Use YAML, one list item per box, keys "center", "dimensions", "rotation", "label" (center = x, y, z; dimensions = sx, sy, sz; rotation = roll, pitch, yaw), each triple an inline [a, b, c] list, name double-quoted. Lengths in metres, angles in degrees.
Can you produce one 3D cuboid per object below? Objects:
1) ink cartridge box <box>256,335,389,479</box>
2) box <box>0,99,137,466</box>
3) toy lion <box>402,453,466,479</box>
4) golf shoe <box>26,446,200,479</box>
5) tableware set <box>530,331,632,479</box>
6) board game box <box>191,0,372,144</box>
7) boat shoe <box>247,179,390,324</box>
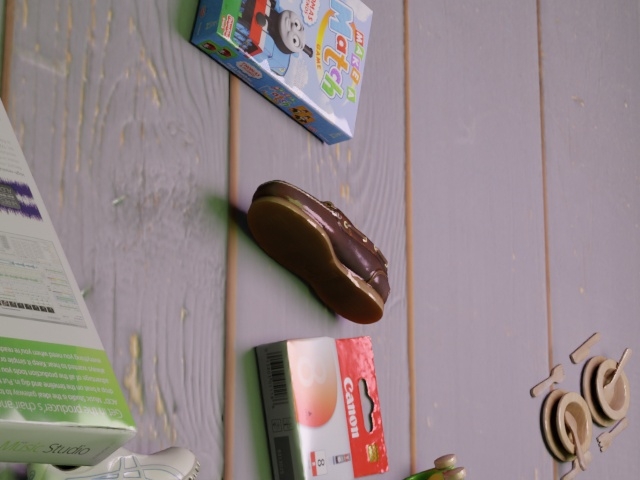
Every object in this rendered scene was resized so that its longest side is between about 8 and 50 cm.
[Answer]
- center: [0.017, 0.166, 1.674]
  dimensions: [0.179, 0.045, 0.145]
  rotation: [-2, 82, -49]
  label: "ink cartridge box"
- center: [-0.278, 0.010, 1.224]
  dimensions: [0.232, 0.058, 0.322]
  rotation: [14, 43, -52]
  label: "box"
- center: [0.101, 0.252, 1.728]
  dimensions: [0.100, 0.096, 0.034]
  rotation: [-126, -162, -83]
  label: "toy lion"
- center: [-0.169, 0.188, 1.418]
  dimensions: [0.176, 0.069, 0.086]
  rotation: [-21, 90, -53]
  label: "golf shoe"
- center: [0.326, 0.199, 2.054]
  dimensions: [0.194, 0.039, 0.128]
  rotation: [-30, 104, -51]
  label: "tableware set"
- center: [-0.033, -0.215, 1.723]
  dimensions: [0.211, 0.039, 0.160]
  rotation: [35, 54, -42]
  label: "board game box"
- center: [0.000, 0.000, 1.680]
  dimensions: [0.207, 0.073, 0.073]
  rotation: [48, 44, -42]
  label: "boat shoe"
